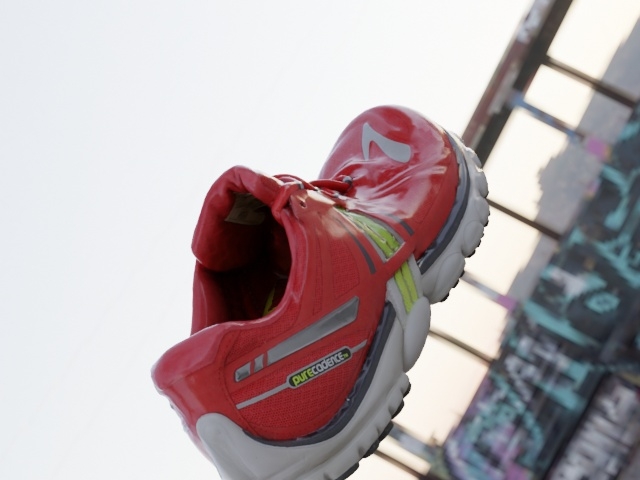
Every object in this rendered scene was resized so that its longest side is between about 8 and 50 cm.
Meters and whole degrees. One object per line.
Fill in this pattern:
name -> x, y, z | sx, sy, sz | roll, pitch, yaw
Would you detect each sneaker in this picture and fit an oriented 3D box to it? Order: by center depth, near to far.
sneaker -> 0.000, 0.000, 0.720 | 0.107, 0.118, 0.279 | -29, 23, 32
